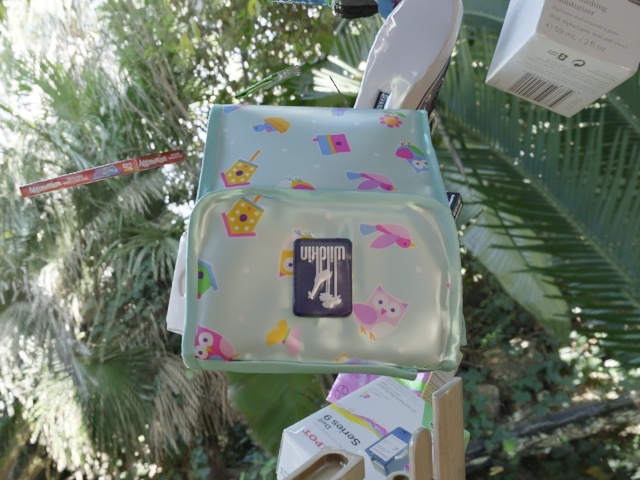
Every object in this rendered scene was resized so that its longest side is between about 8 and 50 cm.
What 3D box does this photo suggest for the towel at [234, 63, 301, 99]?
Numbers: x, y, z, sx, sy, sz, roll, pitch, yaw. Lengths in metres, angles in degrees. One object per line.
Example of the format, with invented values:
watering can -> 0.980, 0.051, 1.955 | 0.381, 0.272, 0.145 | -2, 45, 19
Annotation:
towel -> -0.116, -0.356, 1.193 | 0.113, 0.023, 0.152 | -19, 17, 31

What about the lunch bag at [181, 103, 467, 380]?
lunch bag -> 0.000, 0.000, 0.477 | 0.224, 0.262, 0.160 | 2, -42, -2

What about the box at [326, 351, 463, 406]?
box -> 0.172, 0.317, 1.218 | 0.117, 0.214, 0.243 | 47, -113, -45

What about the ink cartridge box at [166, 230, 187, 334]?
ink cartridge box -> -0.174, 0.092, 1.099 | 0.115, 0.198, 0.273 | 11, 2, 26

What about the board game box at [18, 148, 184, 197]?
board game box -> -0.422, -0.130, 1.018 | 0.281, 0.027, 0.145 | -9, 14, 21

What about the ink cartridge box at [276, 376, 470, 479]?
ink cartridge box -> 0.071, 0.287, 0.701 | 0.212, 0.154, 0.093 | -15, -57, -40

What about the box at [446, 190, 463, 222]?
box -> 0.253, -0.036, 1.370 | 0.175, 0.220, 0.051 | 10, -28, 33

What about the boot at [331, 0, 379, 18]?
boot -> 0.181, -0.627, 1.196 | 0.338, 0.118, 0.222 | -12, -20, -1

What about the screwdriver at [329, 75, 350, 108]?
screwdriver -> 0.063, -0.251, 1.021 | 0.025, 0.170, 0.024 | -46, 29, -25

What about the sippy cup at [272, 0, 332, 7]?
sippy cup -> -0.042, -0.779, 1.502 | 0.224, 0.240, 0.305 | 3, 3, 18

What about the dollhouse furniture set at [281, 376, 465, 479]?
dollhouse furniture set -> 0.042, 0.203, 0.515 | 0.151, 0.123, 0.144 | 2, 8, 36

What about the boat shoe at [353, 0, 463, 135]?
boat shoe -> 0.148, -0.239, 0.886 | 0.158, 0.127, 0.340 | 1, -59, -57

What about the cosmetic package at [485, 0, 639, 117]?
cosmetic package -> 0.362, -0.311, 0.767 | 0.151, 0.183, 0.151 | 20, -12, -4

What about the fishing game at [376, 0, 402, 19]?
fishing game -> 0.186, -0.502, 1.018 | 0.189, 0.264, 0.041 | -12, 23, -20
